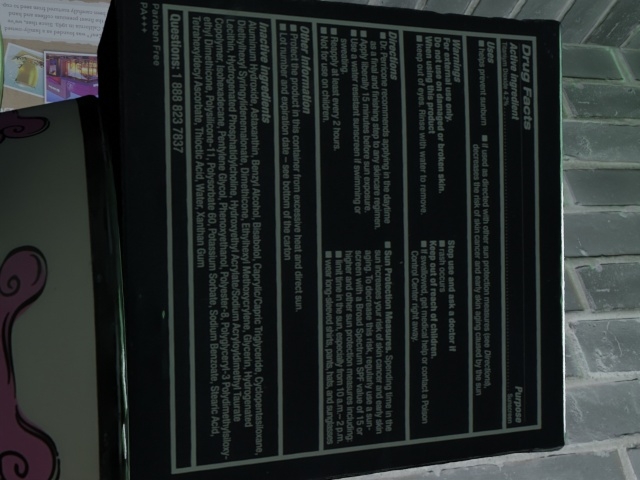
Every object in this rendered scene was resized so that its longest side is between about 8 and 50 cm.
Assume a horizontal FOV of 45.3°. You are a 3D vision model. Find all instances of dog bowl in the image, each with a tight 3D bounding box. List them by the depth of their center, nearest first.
[{"bbox_3d":[-0.223,0.105,0.519,0.408,0.150,0.408,179,-90,-71],"label":"dog bowl"}]

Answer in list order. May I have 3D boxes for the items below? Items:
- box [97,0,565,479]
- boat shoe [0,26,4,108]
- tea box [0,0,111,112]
[{"bbox_3d":[0.000,0.000,0.542,0.182,0.293,0.297,-178,-92,-71],"label":"box"},{"bbox_3d":[-0.190,-0.134,0.302,0.095,0.095,0.258,172,-90,-84],"label":"boat shoe"},{"bbox_3d":[-0.391,-0.318,1.224,0.323,0.328,0.220,-129,-138,-59],"label":"tea box"}]
